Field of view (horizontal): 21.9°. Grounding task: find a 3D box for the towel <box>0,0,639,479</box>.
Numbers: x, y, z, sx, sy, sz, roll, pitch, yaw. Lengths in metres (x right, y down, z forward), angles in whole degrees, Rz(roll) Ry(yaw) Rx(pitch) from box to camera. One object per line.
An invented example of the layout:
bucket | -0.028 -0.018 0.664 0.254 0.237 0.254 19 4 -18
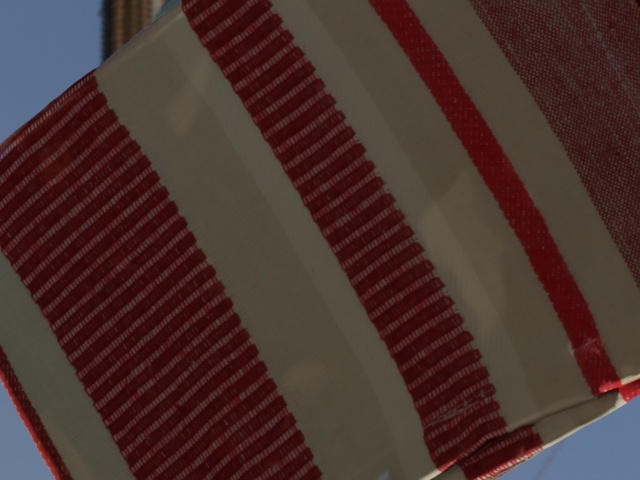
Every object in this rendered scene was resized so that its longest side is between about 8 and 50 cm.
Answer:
towel | 0.000 0.000 0.661 0.329 0.037 0.237 -35 -102 21
